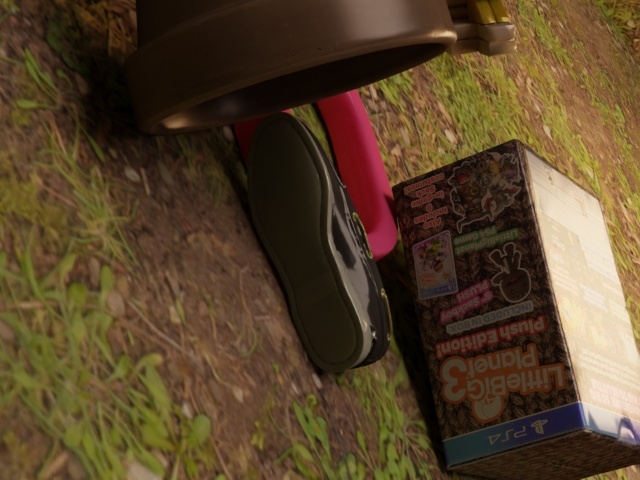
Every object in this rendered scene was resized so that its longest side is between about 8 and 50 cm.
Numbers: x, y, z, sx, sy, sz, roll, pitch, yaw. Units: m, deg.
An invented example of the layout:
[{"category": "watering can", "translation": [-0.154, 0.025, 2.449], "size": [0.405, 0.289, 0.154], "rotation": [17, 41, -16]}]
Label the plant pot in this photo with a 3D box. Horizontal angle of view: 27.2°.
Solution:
[{"category": "plant pot", "translation": [-0.045, -0.226, 1.036], "size": [0.263, 0.263, 0.229], "rotation": [-14, 89, -65]}]

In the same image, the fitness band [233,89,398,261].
[{"category": "fitness band", "translation": [-0.007, -0.105, 1.282], "size": [0.209, 0.054, 0.291], "rotation": [32, 37, -47]}]

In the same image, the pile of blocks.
[{"category": "pile of blocks", "translation": [0.175, -0.413, 1.908], "size": [0.149, 0.112, 0.362], "rotation": [100, -25, -56]}]

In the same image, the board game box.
[{"category": "board game box", "translation": [0.209, 0.082, 1.315], "size": [0.232, 0.141, 0.291], "rotation": [24, 51, -55]}]

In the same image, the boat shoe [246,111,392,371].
[{"category": "boat shoe", "translation": [0.000, 0.000, 1.134], "size": [0.068, 0.081, 0.228], "rotation": [-1, 73, -58]}]
